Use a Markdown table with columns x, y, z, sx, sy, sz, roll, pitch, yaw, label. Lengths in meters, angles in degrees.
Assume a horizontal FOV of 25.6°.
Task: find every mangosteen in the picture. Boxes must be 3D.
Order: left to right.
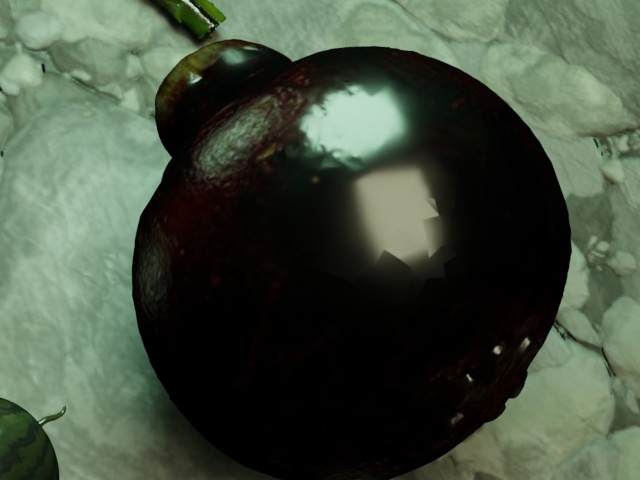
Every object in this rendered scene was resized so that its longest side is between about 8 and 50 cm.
| x | y | z | sx | sy | sz | roll | pitch | yaw | label |
| --- | --- | --- | --- | --- | --- | --- | --- | --- | --- |
| 0.010 | -0.002 | 0.919 | 0.297 | 0.297 | 0.313 | -24 | 81 | -33 | mangosteen |

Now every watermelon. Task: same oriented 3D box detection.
| x | y | z | sx | sy | sz | roll | pitch | yaw | label |
| --- | --- | --- | --- | --- | --- | --- | --- | --- | --- |
| -0.202 | 0.140 | 0.855 | 0.105 | 0.105 | 0.133 | 44 | 55 | 1 | watermelon |

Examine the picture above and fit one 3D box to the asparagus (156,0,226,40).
| x | y | z | sx | sy | sz | roll | pitch | yaw | label |
| --- | --- | --- | --- | --- | --- | --- | --- | --- | --- |
| -0.147 | -0.215 | 1.107 | 0.165 | 0.030 | 0.036 | 35 | 83 | -7 | asparagus |
